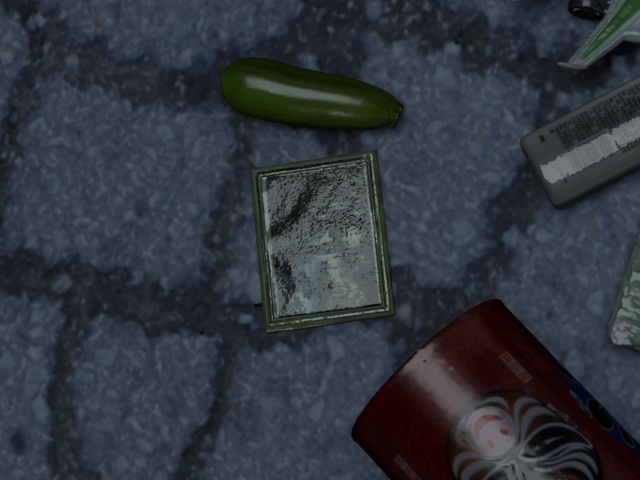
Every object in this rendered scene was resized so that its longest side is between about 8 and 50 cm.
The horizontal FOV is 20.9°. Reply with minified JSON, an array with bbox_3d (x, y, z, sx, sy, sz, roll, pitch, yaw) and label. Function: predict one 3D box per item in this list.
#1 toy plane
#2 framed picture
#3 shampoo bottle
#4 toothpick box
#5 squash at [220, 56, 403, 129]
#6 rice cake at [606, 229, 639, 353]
[{"bbox_3d":[0.325,-0.284,1.795,0.255,0.101,0.251,10,80,10],"label":"toy plane"},{"bbox_3d":[0.000,0.000,1.846,0.142,0.011,0.183,-8,76,10],"label":"framed picture"},{"bbox_3d":[0.322,-0.120,1.781,0.227,0.056,0.086,-29,72,4],"label":"shampoo bottle"},{"bbox_3d":[0.212,0.241,1.652,0.204,0.204,0.333,-43,74,0],"label":"toothpick box"},{"bbox_3d":[-0.011,-0.153,1.856,0.201,0.066,0.066,11,80,7],"label":"squash"},{"bbox_3d":[0.399,0.059,1.737,0.198,0.037,0.189,20,82,15],"label":"rice cake"}]
